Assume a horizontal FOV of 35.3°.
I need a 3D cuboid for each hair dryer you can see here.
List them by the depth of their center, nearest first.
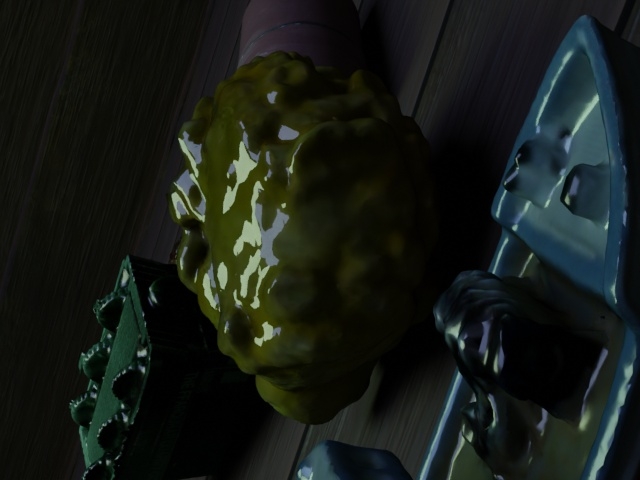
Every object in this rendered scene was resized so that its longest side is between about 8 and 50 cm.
[{"bbox_3d":[-0.062,-0.078,1.030,0.210,0.125,0.352,-93,25,-51],"label":"hair dryer"}]

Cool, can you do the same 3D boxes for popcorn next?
[{"bbox_3d":[0.000,0.000,0.696,0.233,0.192,0.266,-134,35,-55],"label":"popcorn"}]

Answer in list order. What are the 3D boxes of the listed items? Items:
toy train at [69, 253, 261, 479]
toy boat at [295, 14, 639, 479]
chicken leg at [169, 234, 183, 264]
[{"bbox_3d":[-0.152,0.155,1.037,0.138,0.178,0.330,66,147,37],"label":"toy train"},{"bbox_3d":[0.071,0.075,0.415,0.145,0.133,0.331,-127,54,-72],"label":"toy boat"},{"bbox_3d":[-0.114,0.024,1.229,0.251,0.087,0.107,-25,72,62],"label":"chicken leg"}]
